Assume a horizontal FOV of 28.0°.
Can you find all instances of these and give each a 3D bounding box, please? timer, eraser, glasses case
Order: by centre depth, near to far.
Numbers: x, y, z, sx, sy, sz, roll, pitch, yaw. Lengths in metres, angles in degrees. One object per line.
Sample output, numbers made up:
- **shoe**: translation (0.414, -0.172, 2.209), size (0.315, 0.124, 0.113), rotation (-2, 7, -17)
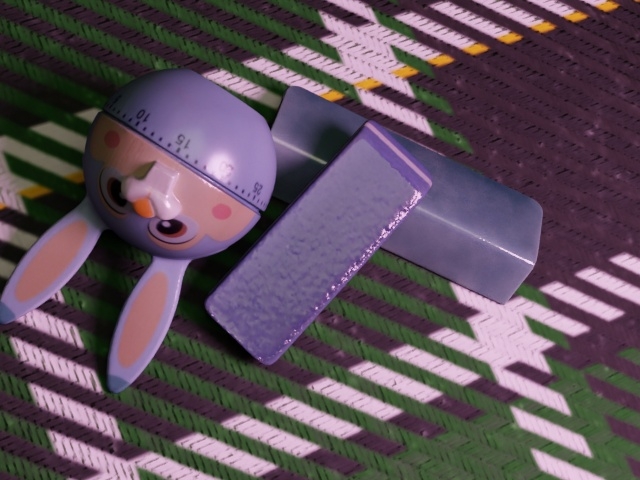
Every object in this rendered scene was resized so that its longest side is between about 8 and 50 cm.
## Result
- **timer**: translation (-0.140, -0.025, 1.040), size (0.175, 0.175, 0.255), rotation (34, 66, -3)
- **eraser**: translation (0.000, 0.000, 1.104), size (0.082, 0.036, 0.225), rotation (42, 85, -6)
- **glasses case**: translation (0.075, -0.047, 1.168), size (0.266, 0.056, 0.105), rotation (25, 67, -7)
